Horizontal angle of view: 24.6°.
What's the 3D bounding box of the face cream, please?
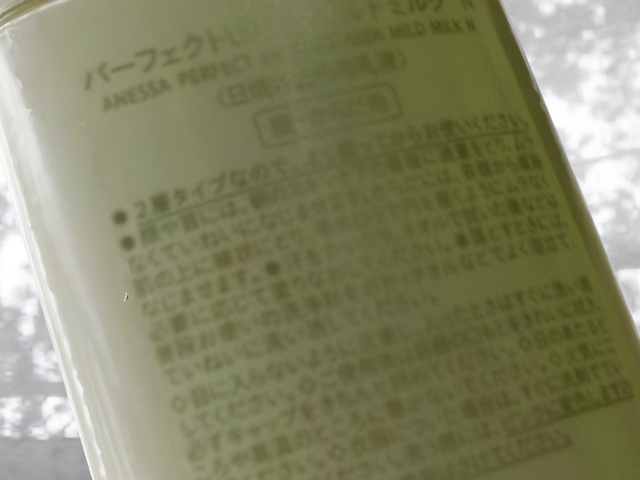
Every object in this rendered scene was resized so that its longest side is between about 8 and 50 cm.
[{"bbox_3d":[0.000,0.000,0.440,0.173,0.081,0.348,-16,-103,-20],"label":"face cream"}]
